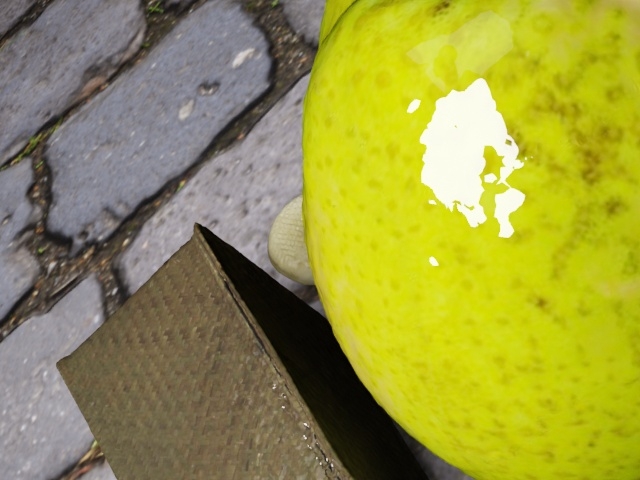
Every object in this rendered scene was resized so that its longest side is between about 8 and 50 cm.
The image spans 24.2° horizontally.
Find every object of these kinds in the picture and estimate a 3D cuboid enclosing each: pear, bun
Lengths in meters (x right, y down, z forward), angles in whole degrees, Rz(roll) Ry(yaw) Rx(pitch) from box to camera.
[{"bbox_3d":[0.153,-0.038,0.844,0.391,0.391,0.391,-29,39,26],"label":"pear"},{"bbox_3d":[0.000,0.000,1.248,0.086,0.055,0.086,-17,58,28],"label":"bun"}]

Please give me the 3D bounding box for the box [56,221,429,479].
[{"bbox_3d":[-0.036,0.146,0.996,0.143,0.184,0.273,-42,46,7],"label":"box"}]
